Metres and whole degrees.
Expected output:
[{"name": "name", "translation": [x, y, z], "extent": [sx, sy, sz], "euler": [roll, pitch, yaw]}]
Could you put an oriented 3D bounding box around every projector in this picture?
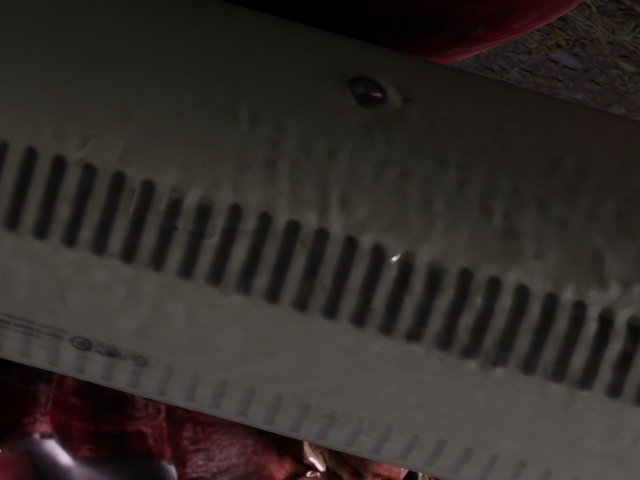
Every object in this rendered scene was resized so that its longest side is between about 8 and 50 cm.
[{"name": "projector", "translation": [0.000, 0.000, 0.482], "extent": [0.108, 0.337, 0.108], "euler": [-164, -90, -86]}]

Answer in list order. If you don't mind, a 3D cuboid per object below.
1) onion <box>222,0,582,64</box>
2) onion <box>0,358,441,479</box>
[{"name": "onion", "translation": [0.049, -0.220, 0.541], "extent": [0.347, 0.285, 0.347], "euler": [173, -90, -70]}, {"name": "onion", "translation": [-0.113, 0.102, 0.575], "extent": [0.281, 0.281, 0.221], "euler": [-87, 163, -74]}]
